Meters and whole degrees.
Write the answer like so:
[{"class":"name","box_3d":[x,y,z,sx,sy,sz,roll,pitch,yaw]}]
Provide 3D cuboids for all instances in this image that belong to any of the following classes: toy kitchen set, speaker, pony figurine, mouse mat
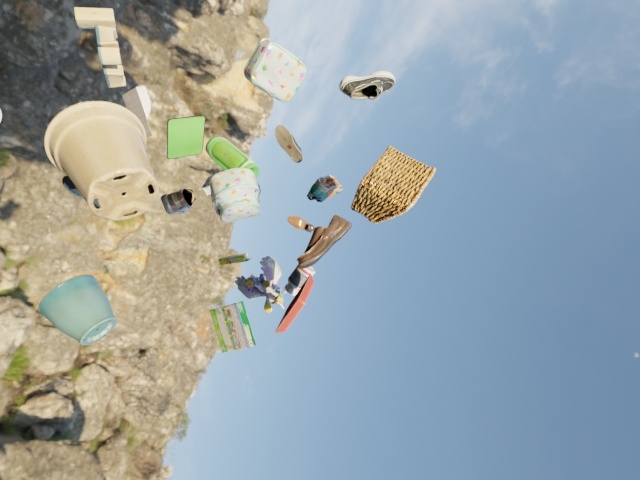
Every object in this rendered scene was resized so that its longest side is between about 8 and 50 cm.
[{"class":"toy kitchen set","box_3d":[-0.787,-0.687,1.450,0.166,0.122,0.207,134,-55,-65]},{"class":"speaker","box_3d":[-0.449,-0.408,2.044,0.296,0.131,0.131,39,-66,21]},{"class":"pony figurine","box_3d":[-0.350,0.293,2.516,0.302,0.351,0.363,-38,173,-3]},{"class":"mouse mat","box_3d":[-0.532,-0.407,1.596,0.007,0.152,0.190,51,-39,27]}]

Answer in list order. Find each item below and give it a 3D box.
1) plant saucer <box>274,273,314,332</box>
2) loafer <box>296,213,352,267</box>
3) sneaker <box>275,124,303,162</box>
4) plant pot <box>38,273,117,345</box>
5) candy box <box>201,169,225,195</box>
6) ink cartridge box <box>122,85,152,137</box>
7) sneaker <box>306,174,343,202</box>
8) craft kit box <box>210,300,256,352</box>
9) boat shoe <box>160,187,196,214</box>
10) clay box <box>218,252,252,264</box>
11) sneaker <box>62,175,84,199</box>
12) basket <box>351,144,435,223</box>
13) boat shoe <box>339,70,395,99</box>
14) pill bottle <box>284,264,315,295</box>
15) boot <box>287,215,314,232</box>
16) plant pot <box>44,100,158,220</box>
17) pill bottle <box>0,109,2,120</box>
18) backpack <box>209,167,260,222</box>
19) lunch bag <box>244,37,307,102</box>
[{"class":"plant saucer","box_3d":[-0.122,0.329,2.067,0.258,0.047,0.259,-56,-178,26]},{"class":"loafer","box_3d":[0.000,0.000,2.052,0.366,0.130,0.134,-43,176,-26]},{"class":"sneaker","box_3d":[-0.171,-0.525,2.167,0.083,0.222,0.118,-27,-155,10]},{"class":"plant pot","box_3d":[-1.123,0.345,1.920,0.271,0.255,0.272,-44,170,-10]},{"class":"candy box","box_3d":[-0.627,-0.377,2.536,0.196,0.070,0.165,-22,-150,13]},{"class":"ink cartridge box","box_3d":[-0.902,-0.636,2.030,0.189,0.066,0.232,3,-63,44]},{"class":"sneaker","box_3d":[0.019,-0.268,2.121,0.121,0.302,0.108,-40,-100,24]},{"class":"craft kit box","box_3d":[-0.477,0.470,2.184,0.246,0.061,0.250,-19,-93,36]},{"class":"boat shoe","box_3d":[-0.656,-0.195,1.954,0.116,0.123,0.324,-22,-167,2]},{"class":"clay box","box_3d":[-0.621,0.133,2.970,0.127,0.221,0.053,-82,163,-82]},{"class":"sneaker","box_3d":[-0.923,-0.212,1.653,0.132,0.228,0.086,-37,-156,26]},{"class":"basket","box_3d":[0.288,-0.194,1.628,0.299,0.223,0.213,-52,167,-38]},{"class":"boat shoe","box_3d":[0.247,-0.743,1.989,0.119,0.335,0.121,59,-29,21]},{"class":"pill bottle","box_3d":[-0.121,0.216,2.267,0.180,0.108,0.108,-54,-149,11]},{"class":"boot","box_3d":[-0.076,-0.061,1.501,0.042,0.118,0.087,-65,-164,-1]},{"class":"plant pot","box_3d":[-0.718,-0.249,1.389,0.305,0.333,0.334,52,-57,27]},{"class":"pill bottle","box_3d":[-0.927,-0.340,1.039,0.169,0.094,0.094,-30,143,-79]},{"class":"backpack","box_3d":[-0.277,-0.149,1.326,0.188,0.165,0.145,101,-26,-63]},{"class":"lunch bag","box_3d":[-0.205,-0.800,1.907,0.108,0.279,0.224,41,-73,36]}]
